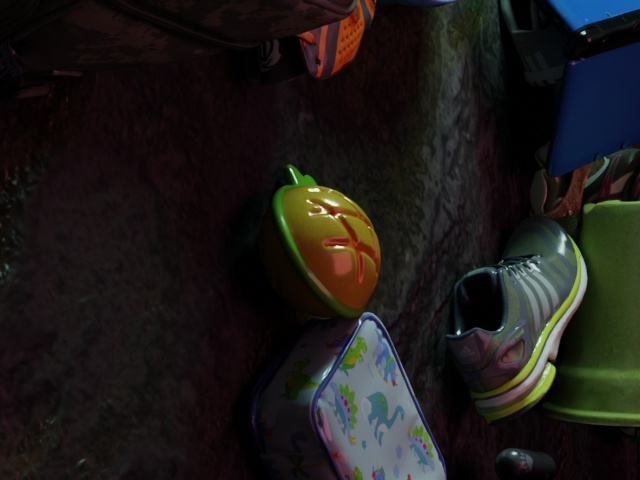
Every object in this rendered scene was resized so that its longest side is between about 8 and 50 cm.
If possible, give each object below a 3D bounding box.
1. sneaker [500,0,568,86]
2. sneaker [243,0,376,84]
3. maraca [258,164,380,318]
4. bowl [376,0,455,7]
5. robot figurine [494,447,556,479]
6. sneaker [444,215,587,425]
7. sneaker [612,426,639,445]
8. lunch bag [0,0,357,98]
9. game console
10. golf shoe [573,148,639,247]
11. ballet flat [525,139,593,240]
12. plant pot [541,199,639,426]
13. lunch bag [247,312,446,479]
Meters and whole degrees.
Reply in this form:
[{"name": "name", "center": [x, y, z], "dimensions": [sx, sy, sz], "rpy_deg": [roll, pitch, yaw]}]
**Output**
[{"name": "sneaker", "center": [0.288, -0.316, 1.899], "dimensions": [0.132, 0.086, 0.228], "rpy_deg": [52, 42, -37]}, {"name": "sneaker", "center": [-0.051, -0.225, 1.267], "dimensions": [0.321, 0.125, 0.180], "rpy_deg": [5, 91, -47]}, {"name": "maraca", "center": [0.000, 0.000, 1.321], "dimensions": [0.127, 0.099, 0.185], "rpy_deg": [52, 17, -22]}, {"name": "bowl", "center": [0.061, -0.429, 1.550], "dimensions": [0.391, 0.077, 0.391], "rpy_deg": [23, 63, -55]}, {"name": "robot figurine", "center": [0.222, 0.342, 1.536], "dimensions": [0.278, 0.173, 0.209], "rpy_deg": [13, 106, -58]}, {"name": "sneaker", "center": [0.214, 0.060, 1.658], "dimensions": [0.121, 0.111, 0.300], "rpy_deg": [54, 34, -24]}, {"name": "sneaker", "center": [0.430, 0.094, 1.982], "dimensions": [0.146, 0.134, 0.343], "rpy_deg": [27, 60, -53]}, {"name": "lunch bag", "center": [-0.130, -0.265, 1.012], "dimensions": [0.212, 0.256, 0.305], "rpy_deg": [3, 79, -56]}, {"name": "game console", "center": [0.329, -0.250, 1.865], "dimensions": [0.293, 0.173, 0.250], "rpy_deg": [-21, 69, -47]}, {"name": "golf shoe", "center": [0.366, -0.006, 1.943], "dimensions": [0.273, 0.120, 0.105], "rpy_deg": [-53, 137, -22]}, {"name": "ballet flat", "center": [0.297, -0.081, 1.871], "dimensions": [0.067, 0.073, 0.206], "rpy_deg": [41, 44, -29]}, {"name": "plant pot", "center": [0.400, 0.080, 1.761], "dimensions": [0.276, 0.276, 0.254], "rpy_deg": [2, 89, -59]}, {"name": "lunch bag", "center": [0.028, 0.184, 1.323], "dimensions": [0.176, 0.090, 0.219], "rpy_deg": [-55, 128, -49]}]
